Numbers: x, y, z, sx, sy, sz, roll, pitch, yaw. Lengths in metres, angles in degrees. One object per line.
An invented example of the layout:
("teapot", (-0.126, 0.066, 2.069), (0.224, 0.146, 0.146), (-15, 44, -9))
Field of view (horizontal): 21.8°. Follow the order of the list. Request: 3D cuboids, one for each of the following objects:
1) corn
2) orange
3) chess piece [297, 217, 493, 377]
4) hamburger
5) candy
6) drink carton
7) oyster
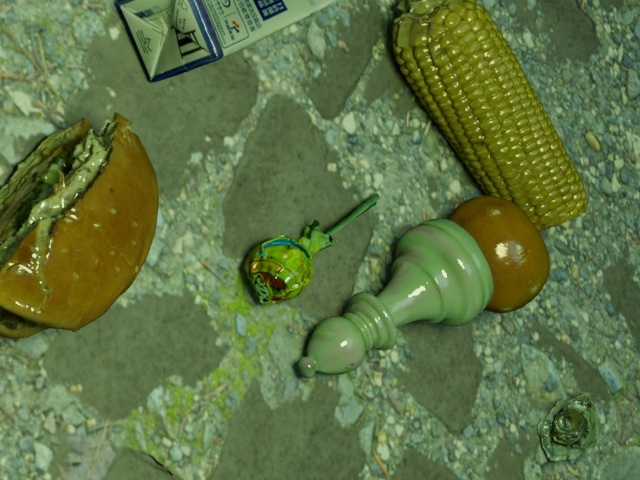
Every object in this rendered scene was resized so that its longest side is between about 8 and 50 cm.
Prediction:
("corn", (0.225, -0.164, 2.191), (0.387, 0.144, 0.144), (56, 50, -18))
("orange", (0.227, 0.016, 2.144), (0.124, 0.156, 0.156), (-24, 99, -11))
("chess piece", (0.075, 0.090, 2.027), (0.271, 0.139, 0.139), (-32, 104, -29))
("hamburger", (-0.252, -0.004, 1.712), (0.156, 0.144, 0.283), (52, 49, -23))
("candy", (-0.001, -0.003, 2.007), (0.077, 0.073, 0.262), (45, 42, 7))
("drink carton", (-0.075, -0.291, 1.946), (0.315, 0.130, 0.107), (-31, 104, -43))
("oyster", (0.337, 0.258, 2.286), (0.100, 0.037, 0.098), (-3, 63, -23))
